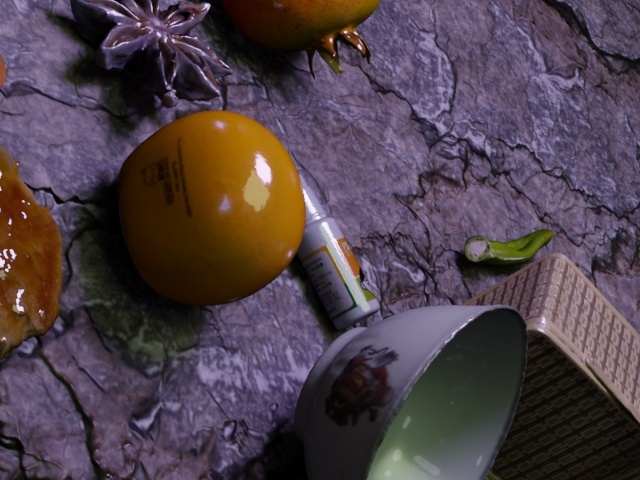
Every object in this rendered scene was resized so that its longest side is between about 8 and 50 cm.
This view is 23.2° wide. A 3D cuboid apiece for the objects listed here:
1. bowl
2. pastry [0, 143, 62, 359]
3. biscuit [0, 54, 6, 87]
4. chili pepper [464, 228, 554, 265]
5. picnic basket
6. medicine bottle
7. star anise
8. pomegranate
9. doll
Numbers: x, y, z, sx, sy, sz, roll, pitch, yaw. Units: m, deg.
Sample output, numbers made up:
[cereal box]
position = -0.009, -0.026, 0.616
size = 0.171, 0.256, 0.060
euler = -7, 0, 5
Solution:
[bowl]
position = 0.076, 0.193, 1.709
size = 0.158, 0.337, 0.337
euler = 27, 24, 28
[pastry]
position = -0.342, 0.012, 1.444
size = 0.229, 0.100, 0.218
euler = 10, 61, -52
[biscuit]
position = -0.386, -0.149, 1.568
size = 0.186, 0.036, 0.192
euler = 13, 56, -47
[chili pepper]
position = 0.263, 0.012, 2.203
size = 0.202, 0.052, 0.050
euler = -5, 98, -53
[picnic basket]
position = 0.301, 0.208, 1.948
size = 0.313, 0.228, 0.175
euler = 45, 35, -16
[medicine bottle]
position = 0.000, 0.000, 1.902
size = 0.220, 0.061, 0.092
euler = 62, 11, 6
[star anise]
position = -0.197, -0.223, 1.808
size = 0.230, 0.081, 0.262
euler = 26, 35, -37
[pomegranate]
position = -0.015, -0.332, 2.005
size = 0.221, 0.221, 0.256
euler = -32, 97, -55
[doll]
position = -0.098, -0.026, 1.691
size = 0.236, 0.213, 0.213
euler = 30, 42, -54
